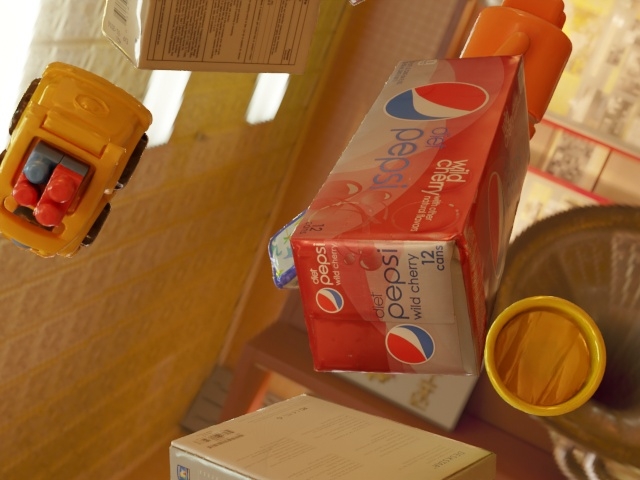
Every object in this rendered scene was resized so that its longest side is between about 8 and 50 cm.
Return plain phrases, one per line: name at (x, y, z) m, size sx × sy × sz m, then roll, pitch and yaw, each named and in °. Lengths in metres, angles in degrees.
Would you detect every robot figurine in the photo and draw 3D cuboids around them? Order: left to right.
robot figurine at (0.228, -0.202, 1.281) m, size 0.220 × 0.128 × 0.158 m, roll -66°, pitch 21°, yaw 0°

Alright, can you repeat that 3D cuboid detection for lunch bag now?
lunch bag at (0.000, 0.000, 1.444) m, size 0.128 × 0.096 × 0.151 m, roll -37°, pitch 12°, yaw 24°

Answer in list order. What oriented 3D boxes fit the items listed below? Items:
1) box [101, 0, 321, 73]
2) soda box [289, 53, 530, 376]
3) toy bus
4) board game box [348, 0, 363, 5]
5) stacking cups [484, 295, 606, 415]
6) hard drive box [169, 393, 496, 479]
box at (-0.129, -0.295, 1.256) m, size 0.232 × 0.127 × 0.149 m, roll -4°, pitch -58°, yaw -33°
soda box at (0.065, -0.028, 0.617) m, size 0.263 × 0.092 × 0.084 m, roll -61°, pitch -34°, yaw -57°
toy bus at (-0.298, -0.058, 1.149) m, size 0.220 × 0.149 × 0.211 m, roll -57°, pitch 15°, yaw 22°
board game box at (0.063, -0.417, 1.074) m, size 0.318 × 0.318 × 0.066 m, roll 40°, pitch -127°, yaw -36°
stacking cups at (0.194, 0.111, 0.962) m, size 0.096 × 0.096 × 0.316 m, roll -64°, pitch -10°, yaw -4°
hard drive box at (0.009, 0.223, 0.915) m, size 0.181 × 0.232 × 0.089 m, roll -12°, pitch -74°, yaw -46°
